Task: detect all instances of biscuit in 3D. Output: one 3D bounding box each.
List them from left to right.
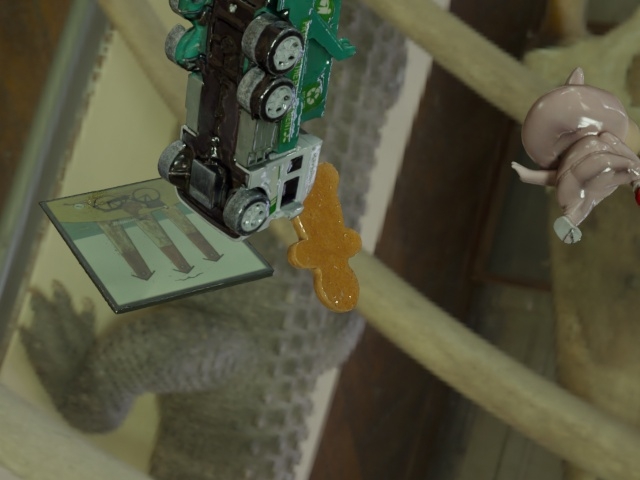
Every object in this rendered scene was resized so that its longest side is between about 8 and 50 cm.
[{"bbox_3d":[-0.001,0.000,2.096,0.165,0.036,0.250,-17,89,-45],"label":"biscuit"}]

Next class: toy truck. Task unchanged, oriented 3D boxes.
[{"bbox_3d":[-0.042,-0.113,0.962,0.116,0.110,0.216,-23,136,-39],"label":"toy truck"}]

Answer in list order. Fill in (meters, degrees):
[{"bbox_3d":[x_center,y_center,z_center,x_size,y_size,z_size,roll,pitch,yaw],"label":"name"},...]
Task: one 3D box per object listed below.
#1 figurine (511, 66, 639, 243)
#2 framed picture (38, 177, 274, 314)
[{"bbox_3d":[0.401,-0.114,1.896,0.186,0.287,0.176,19,123,-23],"label":"figurine"},{"bbox_3d":[-0.247,-0.005,1.879,0.244,0.324,0.013,-14,125,-26],"label":"framed picture"}]
